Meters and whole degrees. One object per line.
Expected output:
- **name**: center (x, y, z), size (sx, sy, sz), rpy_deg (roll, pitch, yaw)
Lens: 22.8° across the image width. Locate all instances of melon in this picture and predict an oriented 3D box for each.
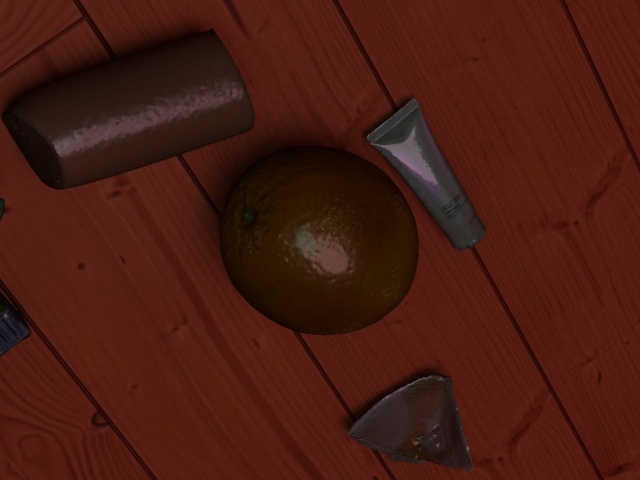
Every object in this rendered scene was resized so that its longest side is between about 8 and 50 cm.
- **melon**: center (0.143, 0.241, 2.070), size (0.202, 0.093, 0.139), rpy_deg (20, 95, -35)

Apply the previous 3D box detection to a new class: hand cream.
- **hand cream**: center (0.137, -0.076, 1.951), size (0.078, 0.050, 0.205), rpy_deg (-39, 118, -5)

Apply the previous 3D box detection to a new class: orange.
- **orange**: center (0.000, 0.000, 1.822), size (0.236, 0.236, 0.236), rpy_deg (-9, 116, -21)

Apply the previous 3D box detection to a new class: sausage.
- **sausage**: center (-0.209, -0.137, 1.723), size (0.253, 0.123, 0.123), rpy_deg (-21, 119, -14)

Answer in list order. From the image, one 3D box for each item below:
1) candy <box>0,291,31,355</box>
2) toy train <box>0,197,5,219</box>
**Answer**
- **candy**: center (-0.473, 0.159, 1.769), size (0.312, 0.061, 0.088), rpy_deg (-37, 121, -6)
- **toy train**: center (-0.515, -0.076, 1.545), size (0.397, 0.160, 0.253), rpy_deg (37, 86, -19)
